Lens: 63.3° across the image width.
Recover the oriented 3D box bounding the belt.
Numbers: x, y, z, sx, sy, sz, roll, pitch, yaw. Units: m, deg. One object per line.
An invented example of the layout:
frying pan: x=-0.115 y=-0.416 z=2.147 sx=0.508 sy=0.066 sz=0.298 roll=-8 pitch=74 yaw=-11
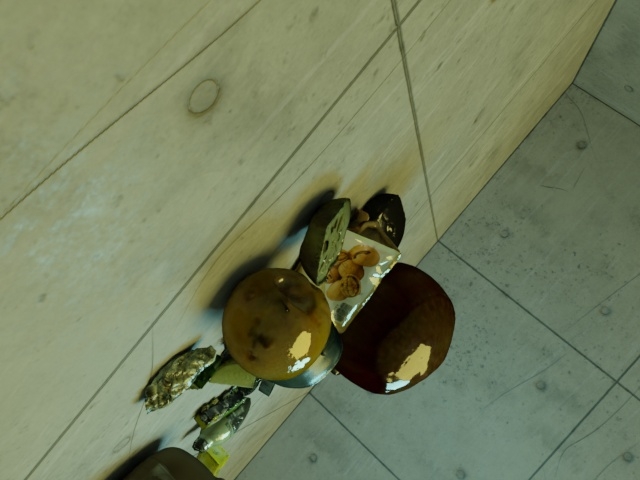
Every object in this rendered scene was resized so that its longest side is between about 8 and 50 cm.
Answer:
belt: x=-0.078 y=0.250 z=1.272 sx=0.206 sy=0.268 sz=0.116 roll=-58 pitch=137 yaw=-32

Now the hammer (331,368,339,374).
hammer: x=0.103 y=0.300 z=1.918 sx=0.242 sy=0.096 sz=0.408 roll=37 pitch=72 yaw=-79

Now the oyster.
oyster: x=-0.305 y=0.299 z=1.115 sx=0.177 sy=0.064 sz=0.125 roll=-52 pitch=169 yaw=10

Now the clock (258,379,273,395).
clock: x=-0.141 y=0.405 z=1.712 sx=0.215 sy=0.042 sz=0.214 roll=24 pitch=90 yaw=-86

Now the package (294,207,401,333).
package: x=0.033 y=0.067 z=1.387 sx=0.311 sy=0.222 sz=0.165 roll=-59 pitch=-159 yaw=26

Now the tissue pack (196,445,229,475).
tissue pack: x=-0.429 y=0.861 z=2.014 sx=0.062 sy=0.095 sz=0.176 roll=-29 pitch=155 yaw=-53

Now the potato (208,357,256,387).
potato: x=-0.229 y=0.338 z=1.410 sx=0.149 sy=0.120 sz=0.081 roll=180 pitch=-81 yaw=-87

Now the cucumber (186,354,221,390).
cucumber: x=-0.278 y=0.302 z=1.220 sx=0.067 sy=0.035 sz=0.107 roll=-15 pitch=-155 yaw=36

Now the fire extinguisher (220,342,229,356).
fire extinguisher: x=-0.209 y=0.267 z=1.325 sx=0.064 sy=0.043 sz=0.158 roll=-60 pitch=166 yaw=-6

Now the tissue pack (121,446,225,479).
tissue pack: x=-0.438 y=0.753 z=1.421 sx=0.277 sy=0.267 sz=0.387 roll=-32 pitch=156 yaw=-53

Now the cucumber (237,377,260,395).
cucumber: x=-0.227 y=0.470 z=1.712 sx=0.078 sy=0.062 sz=0.211 roll=-41 pitch=162 yaw=-30

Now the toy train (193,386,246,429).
toy train: x=-0.310 y=0.521 z=1.612 sx=0.081 sy=0.060 sz=0.202 roll=-50 pitch=164 yaw=22

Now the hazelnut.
hazelnut: x=0.193 y=0.249 z=1.572 sx=0.421 sy=0.421 sz=0.352 roll=-45 pitch=151 yaw=-14

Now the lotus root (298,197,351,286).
lotus root: x=0.001 y=-0.004 z=1.156 sx=0.183 sy=0.078 sz=0.203 roll=-28 pitch=134 yaw=-69

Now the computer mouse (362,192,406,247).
computer mouse: x=0.187 y=-0.024 z=1.574 sx=0.183 sy=0.116 sz=0.323 roll=-52 pitch=162 yaw=-11

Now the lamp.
lamp: x=-0.316 y=0.596 z=1.698 sx=0.250 sy=0.101 sz=0.101 roll=-39 pitch=162 yaw=-47

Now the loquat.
loquat: x=-0.095 y=0.178 z=1.095 sx=0.244 sy=0.244 sz=0.244 roll=-44 pitch=164 yaw=-17
